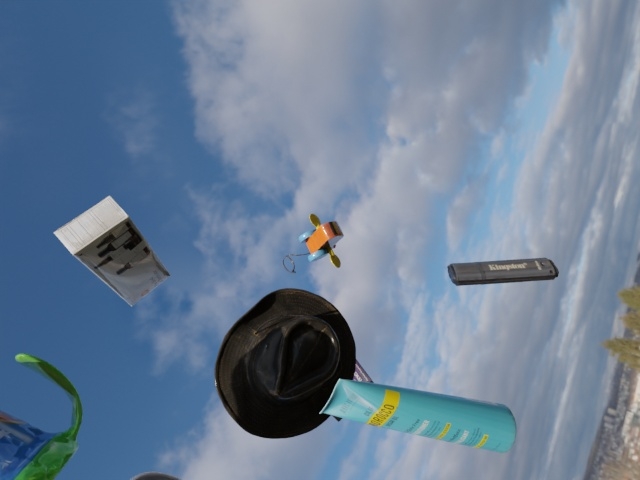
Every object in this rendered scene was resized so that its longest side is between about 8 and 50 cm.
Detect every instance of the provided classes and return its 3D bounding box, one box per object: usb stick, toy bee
[{"bbox_3d":[0.483,0.083,1.102,0.077,0.279,0.045,-92,-2,-58],"label":"usb stick"},{"bbox_3d":[0.000,0.000,1.421,0.162,0.299,0.195,-19,-82,-37],"label":"toy bee"}]

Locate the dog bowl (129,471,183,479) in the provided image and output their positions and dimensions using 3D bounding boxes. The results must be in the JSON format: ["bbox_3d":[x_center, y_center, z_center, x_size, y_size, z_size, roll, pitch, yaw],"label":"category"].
[{"bbox_3d":[-0.374,0.685,0.979,0.104,0.265,0.265,-57,-40,-7],"label":"dog bowl"}]

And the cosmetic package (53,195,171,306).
[{"bbox_3d":[-0.350,0.031,0.728,0.099,0.060,0.239,-40,-19,-20],"label":"cosmetic package"}]

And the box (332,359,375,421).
[{"bbox_3d":[0.054,0.479,1.491,0.184,0.261,0.103,-38,-44,-5],"label":"box"}]

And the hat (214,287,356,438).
[{"bbox_3d":[-0.048,0.258,0.869,0.332,0.134,0.330,5,-104,-20],"label":"hat"}]

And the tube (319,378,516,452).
[{"bbox_3d":[0.108,0.190,0.456,0.052,0.207,0.080,-87,13,-53],"label":"tube"}]

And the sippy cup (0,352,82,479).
[{"bbox_3d":[-0.465,0.286,0.482,0.240,0.224,0.305,-48,9,13],"label":"sippy cup"}]
